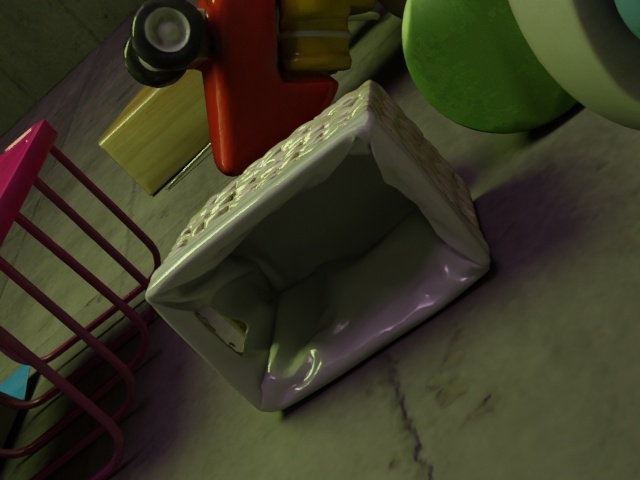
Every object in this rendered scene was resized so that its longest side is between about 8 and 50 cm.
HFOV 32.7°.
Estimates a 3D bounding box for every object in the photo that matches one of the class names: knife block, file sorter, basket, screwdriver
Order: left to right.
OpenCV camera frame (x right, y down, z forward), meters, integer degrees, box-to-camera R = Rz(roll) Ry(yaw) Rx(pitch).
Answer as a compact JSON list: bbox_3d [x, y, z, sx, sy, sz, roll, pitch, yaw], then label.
[{"bbox_3d":[-0.252,0.079,0.858,0.202,0.182,0.290,-37,22,16],"label":"file sorter"},{"bbox_3d":[-0.113,-0.112,1.215,0.170,0.025,0.024,-48,19,16],"label":"screwdriver"},{"bbox_3d":[-0.106,-0.200,1.259,0.242,0.088,0.275,-22,29,47],"label":"knife block"},{"bbox_3d":[0.000,0.000,0.634,0.167,0.113,0.103,-36,19,20],"label":"basket"}]

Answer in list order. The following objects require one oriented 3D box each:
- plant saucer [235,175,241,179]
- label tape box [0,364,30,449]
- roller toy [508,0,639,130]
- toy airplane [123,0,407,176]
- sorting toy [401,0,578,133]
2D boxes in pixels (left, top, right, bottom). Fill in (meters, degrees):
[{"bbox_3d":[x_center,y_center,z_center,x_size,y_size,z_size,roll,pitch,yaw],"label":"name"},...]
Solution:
[{"bbox_3d":[-0.062,-0.034,0.957,0.067,0.018,0.192,-32,22,29],"label":"plant saucer"},{"bbox_3d":[-0.400,0.234,0.940,0.249,0.115,0.347,-37,23,18],"label":"label tape box"},{"bbox_3d":[0.184,-0.131,0.432,0.146,0.209,0.191,-150,69,-69],"label":"roller toy"},{"bbox_3d":[0.005,-0.285,0.951,0.386,0.272,0.384,-88,18,-47],"label":"toy airplane"},{"bbox_3d":[0.145,-0.147,0.709,0.365,0.127,0.126,-41,-9,15],"label":"sorting toy"}]
